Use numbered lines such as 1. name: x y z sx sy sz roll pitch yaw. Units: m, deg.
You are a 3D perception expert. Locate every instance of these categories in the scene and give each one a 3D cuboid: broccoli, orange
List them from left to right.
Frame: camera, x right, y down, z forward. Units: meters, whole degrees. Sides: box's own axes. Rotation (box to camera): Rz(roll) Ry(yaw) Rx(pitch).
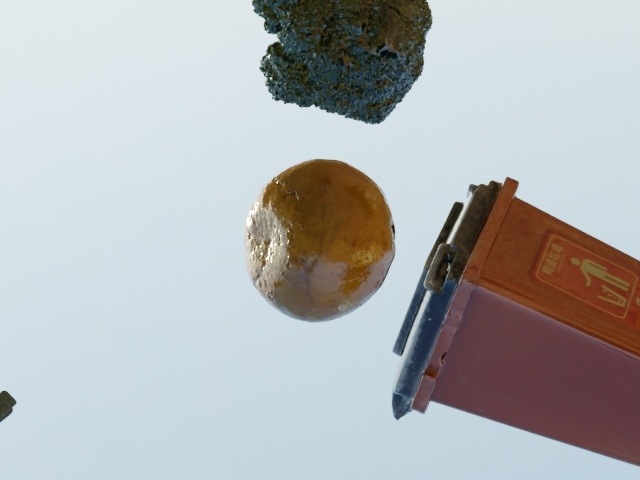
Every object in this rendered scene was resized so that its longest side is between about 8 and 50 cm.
1. orange: 0.000 0.000 0.949 0.070 0.083 0.083 3 -156 -31
2. broccoli: 0.016 -0.176 1.569 0.162 0.145 0.138 16 180 -35

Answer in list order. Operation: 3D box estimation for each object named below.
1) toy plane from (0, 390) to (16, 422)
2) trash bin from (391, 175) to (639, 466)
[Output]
1. toy plane: -0.249 0.162 0.952 0.060 0.096 0.235 50 -125 -7
2. trash bin: 0.186 0.085 1.495 0.239 0.184 0.161 24 -143 5
